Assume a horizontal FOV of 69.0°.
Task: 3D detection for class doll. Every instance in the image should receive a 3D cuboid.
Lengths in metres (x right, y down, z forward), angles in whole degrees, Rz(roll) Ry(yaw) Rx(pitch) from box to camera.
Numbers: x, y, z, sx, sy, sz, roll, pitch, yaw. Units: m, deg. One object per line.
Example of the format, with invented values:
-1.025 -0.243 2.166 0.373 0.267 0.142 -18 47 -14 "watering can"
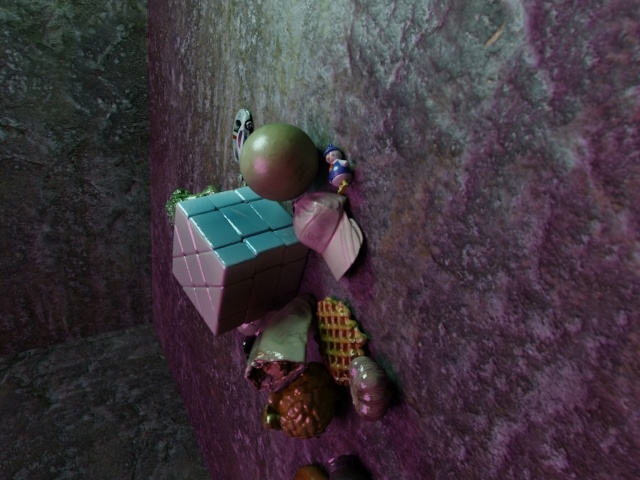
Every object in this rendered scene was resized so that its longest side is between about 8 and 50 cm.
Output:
0.044 -0.192 1.217 0.099 0.057 0.143 -46 53 55 "doll"
-0.300 0.294 1.854 0.155 0.113 0.275 -56 41 3 "doll"

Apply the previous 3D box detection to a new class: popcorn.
-0.067 0.481 1.400 0.237 0.251 0.206 60 142 37 "popcorn"

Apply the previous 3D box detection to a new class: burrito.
-0.119 0.281 1.389 0.190 0.135 0.332 -52 15 27 "burrito"

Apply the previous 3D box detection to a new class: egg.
-0.125 -0.222 1.332 0.295 0.218 0.218 -157 62 -66 "egg"

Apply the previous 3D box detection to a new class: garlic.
0.130 0.378 1.188 0.147 0.102 0.159 102 157 -56 "garlic"

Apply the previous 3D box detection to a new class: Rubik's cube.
-0.264 0.052 1.503 0.322 0.316 0.319 46 137 31 "Rubik's cube"

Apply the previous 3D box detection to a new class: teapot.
0.075 0.708 1.370 0.166 0.130 0.119 66 -176 -48 "teapot"

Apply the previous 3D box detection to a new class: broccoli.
-0.558 -0.141 2.094 0.270 0.270 0.270 -40 57 16 "broccoli"

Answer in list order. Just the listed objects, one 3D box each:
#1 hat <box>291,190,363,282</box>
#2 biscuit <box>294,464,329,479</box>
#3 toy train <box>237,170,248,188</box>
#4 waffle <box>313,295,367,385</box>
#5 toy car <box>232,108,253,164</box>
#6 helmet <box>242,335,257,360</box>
0.000 0.000 1.267 0.219 0.164 0.226 122 151 -50 "hat"
-0.003 0.893 1.566 0.274 0.091 0.213 65 148 29 "biscuit"
-0.239 -0.193 1.686 0.202 0.060 0.081 59 137 30 "toy train"
0.052 0.285 1.346 0.238 0.058 0.243 51 136 46 "waffle"
-0.293 -0.383 1.728 0.095 0.056 0.205 37 130 51 "toy car"
-0.257 0.432 1.871 0.070 0.098 0.123 75 -175 -81 "helmet"
